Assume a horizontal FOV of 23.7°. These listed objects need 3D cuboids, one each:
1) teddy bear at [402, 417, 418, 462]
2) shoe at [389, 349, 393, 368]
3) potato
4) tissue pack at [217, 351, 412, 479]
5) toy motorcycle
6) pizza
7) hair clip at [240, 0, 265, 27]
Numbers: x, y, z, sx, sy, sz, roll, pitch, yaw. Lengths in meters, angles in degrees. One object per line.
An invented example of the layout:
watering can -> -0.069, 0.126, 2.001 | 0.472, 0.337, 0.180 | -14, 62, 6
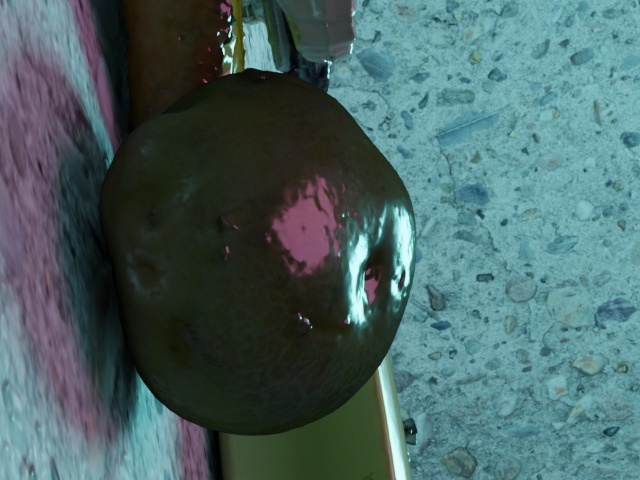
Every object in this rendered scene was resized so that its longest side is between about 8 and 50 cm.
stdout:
teddy bear -> 0.056, 0.315, 1.790 | 0.133, 0.111, 0.213 | -9, -101, 52
shoe -> 0.021, 0.081, 1.970 | 0.100, 0.103, 0.251 | 20, 48, -56
potato -> -0.033, 0.005, 0.767 | 0.178, 0.160, 0.235 | 60, 10, 11
tissue pack -> 0.000, 0.167, 1.027 | 0.159, 0.125, 0.234 | 76, 4, -62
toy motorcycle -> -0.026, -0.286, 1.228 | 0.223, 0.108, 0.340 | 117, -35, -71
pizza -> -0.091, -0.288, 0.947 | 0.435, 0.080, 0.392 | -99, -173, -54
hair clip -> -0.070, -0.261, 1.542 | 0.226, 0.072, 0.034 | -96, 178, -61
